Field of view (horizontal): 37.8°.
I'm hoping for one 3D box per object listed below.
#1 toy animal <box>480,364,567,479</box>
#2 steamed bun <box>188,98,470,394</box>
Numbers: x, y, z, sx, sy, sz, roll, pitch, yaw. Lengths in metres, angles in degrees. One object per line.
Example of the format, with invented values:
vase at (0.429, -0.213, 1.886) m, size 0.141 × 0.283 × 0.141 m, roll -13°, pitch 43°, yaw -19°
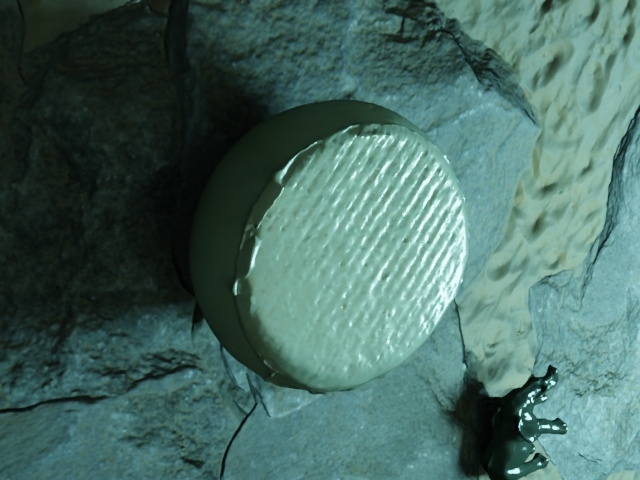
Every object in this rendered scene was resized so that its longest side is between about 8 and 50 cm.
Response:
toy animal at (0.363, 0.334, 1.656) m, size 0.146 × 0.114 × 0.245 m, roll -6°, pitch 109°, yaw -34°
steamed bun at (0.000, 0.000, 1.206) m, size 0.374 × 0.241 × 0.374 m, roll -9°, pitch 108°, yaw -28°
